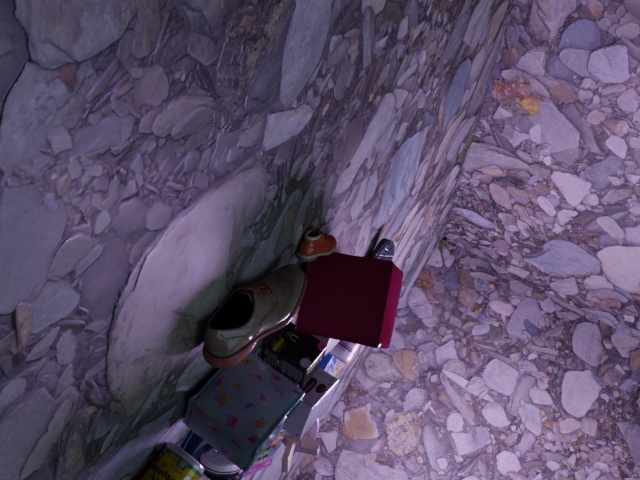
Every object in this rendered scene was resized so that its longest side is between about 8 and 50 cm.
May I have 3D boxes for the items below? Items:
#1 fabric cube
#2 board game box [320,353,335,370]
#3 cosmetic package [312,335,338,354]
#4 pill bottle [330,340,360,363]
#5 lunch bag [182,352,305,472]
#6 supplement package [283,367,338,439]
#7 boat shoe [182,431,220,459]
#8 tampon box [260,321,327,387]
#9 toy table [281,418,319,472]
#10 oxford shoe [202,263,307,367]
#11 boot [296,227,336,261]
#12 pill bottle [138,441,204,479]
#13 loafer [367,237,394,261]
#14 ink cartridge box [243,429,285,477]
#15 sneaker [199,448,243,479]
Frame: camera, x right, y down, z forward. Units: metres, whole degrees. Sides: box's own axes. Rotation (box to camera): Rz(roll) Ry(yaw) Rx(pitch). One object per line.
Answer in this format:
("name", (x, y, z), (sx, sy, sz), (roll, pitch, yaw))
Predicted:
("fabric cube", (0.092, 0.178, 1.829), (0.258, 0.259, 0.254), (32, 69, -73))
("board game box", (0.063, 0.447, 2.577), (0.308, 0.086, 0.302), (-58, 163, -9))
("cosmetic package", (0.039, 0.241, 2.126), (0.160, 0.113, 0.309), (-33, 149, -57))
("pill bottle", (0.116, 0.310, 2.360), (0.301, 0.169, 0.169), (-56, 163, -11))
("lunch bag", (-0.186, 0.419, 1.571), (0.262, 0.223, 0.160), (-43, 162, -49))
("supplement package", (-0.081, 0.522, 2.072), (0.203, 0.194, 0.149), (-33, 147, -58))
("boat shoe", (-0.281, 0.520, 1.694), (0.258, 0.089, 0.109), (-49, 160, -33))
("tampon box", (-0.082, 0.344, 1.856), (0.120, 0.161, 0.101), (-46, 158, -41))
("toy table", (-0.111, 0.734, 2.329), (0.161, 0.252, 0.274), (-53, 137, -64))
("oxford shoe", (-0.141, 0.150, 1.442), (0.348, 0.123, 0.130), (-47, 153, -41))
("boot", (0.000, 0.000, 1.695), (0.158, 0.059, 0.084), (-24, 135, -52))
("pill bottle", (-0.390, 0.610, 1.477), (0.208, 0.118, 0.117), (-51, 161, -25))
("loafer", (0.207, 0.119, 2.495), (0.109, 0.095, 0.302), (3, 115, -38))
("ink cartridge box", (-0.216, 0.707, 2.154), (0.186, 0.065, 0.311), (-8, 126, -44))
("sneaker", (-0.298, 0.705, 1.888), (0.127, 0.126, 0.321), (-65, 165, -3))
